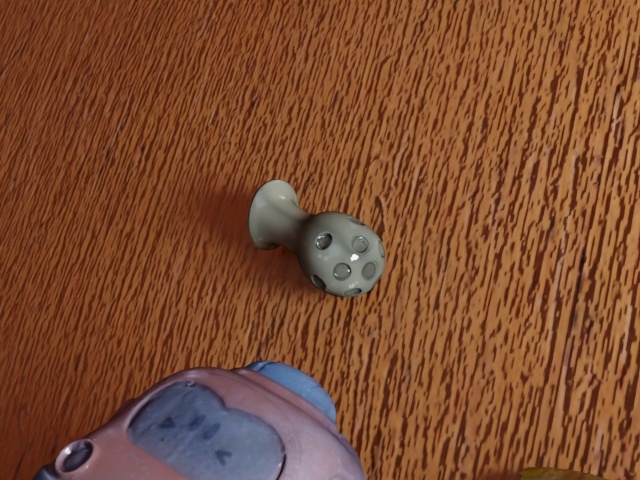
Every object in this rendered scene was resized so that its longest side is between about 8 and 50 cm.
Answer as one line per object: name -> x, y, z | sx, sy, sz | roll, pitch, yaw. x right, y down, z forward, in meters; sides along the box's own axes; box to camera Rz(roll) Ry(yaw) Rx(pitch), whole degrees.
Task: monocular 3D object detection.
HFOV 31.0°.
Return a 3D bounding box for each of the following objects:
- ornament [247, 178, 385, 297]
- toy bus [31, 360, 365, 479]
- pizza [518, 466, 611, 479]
ornament -> 0.000, 0.000, 1.066 | 0.156, 0.081, 0.075 | 28, 116, 49
toy bus -> -0.063, 0.210, 0.830 | 0.197, 0.294, 0.232 | 24, 67, 31
pizza -> 0.166, 0.253, 0.779 | 0.185, 0.052, 0.195 | 20, 77, 48
